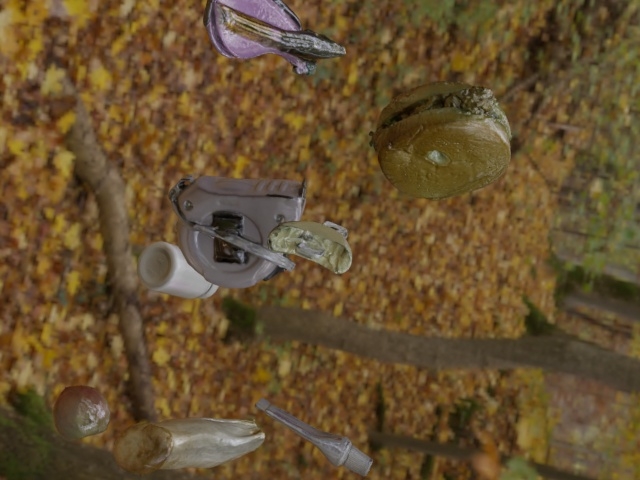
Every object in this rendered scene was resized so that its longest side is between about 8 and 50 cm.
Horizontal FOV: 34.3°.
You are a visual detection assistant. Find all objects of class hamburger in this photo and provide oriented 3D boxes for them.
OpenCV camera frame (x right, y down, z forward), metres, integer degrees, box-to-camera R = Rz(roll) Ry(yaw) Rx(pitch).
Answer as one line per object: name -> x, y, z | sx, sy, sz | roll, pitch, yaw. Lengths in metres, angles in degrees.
hamburger -> 0.183, -0.152, 1.504 | 0.215, 0.189, 0.122 | -29, -136, 43

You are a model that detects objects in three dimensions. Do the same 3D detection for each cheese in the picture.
cheese -> 0.000, -0.001, 1.617 | 0.235, 0.127, 0.050 | -42, 153, -76

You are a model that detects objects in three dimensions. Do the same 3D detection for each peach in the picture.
peach -> -0.342, 0.245, 1.483 | 0.083, 0.083, 0.083 | 11, 90, -79

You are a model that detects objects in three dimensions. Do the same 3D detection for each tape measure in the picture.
tape measure -> -0.142, -0.015, 1.763 | 0.120, 0.236, 0.197 | -73, 166, -66

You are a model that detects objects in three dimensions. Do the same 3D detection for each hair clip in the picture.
hair clip -> -0.079, -0.337, 1.652 | 0.358, 0.095, 0.110 | 5, 119, -58

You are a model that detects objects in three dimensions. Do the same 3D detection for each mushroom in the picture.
mushroom -> -0.227, 0.360, 1.835 | 0.351, 0.122, 0.095 | 11, 69, -61

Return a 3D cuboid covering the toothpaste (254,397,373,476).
toothpaste -> -0.014, 0.419, 2.231 | 0.068, 0.282, 0.099 | -55, 174, -29

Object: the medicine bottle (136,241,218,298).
medicine bottle -> -0.293, 0.067, 2.168 | 0.186, 0.102, 0.103 | 23, 78, -63
